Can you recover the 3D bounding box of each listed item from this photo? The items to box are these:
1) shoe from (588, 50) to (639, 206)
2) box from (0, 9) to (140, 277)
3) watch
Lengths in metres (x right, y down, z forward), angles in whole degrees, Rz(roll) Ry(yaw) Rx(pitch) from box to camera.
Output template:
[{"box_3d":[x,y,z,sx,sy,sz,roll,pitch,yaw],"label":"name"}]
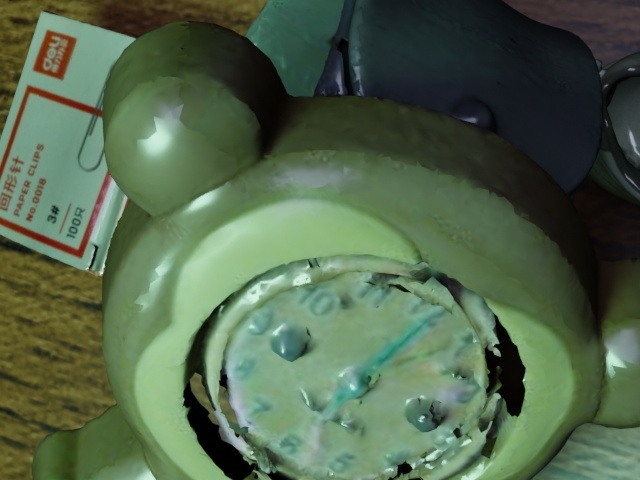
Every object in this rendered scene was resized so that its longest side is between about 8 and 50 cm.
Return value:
[{"box_3d":[0.276,-0.030,0.683,0.316,0.159,0.124,29,95,25],"label":"shoe"},{"box_3d":[-0.171,-0.069,0.900,0.133,0.099,0.182,22,93,24],"label":"box"},{"box_3d":[0.000,0.000,0.687,0.314,0.327,0.335,26,118,-16],"label":"watch"}]
